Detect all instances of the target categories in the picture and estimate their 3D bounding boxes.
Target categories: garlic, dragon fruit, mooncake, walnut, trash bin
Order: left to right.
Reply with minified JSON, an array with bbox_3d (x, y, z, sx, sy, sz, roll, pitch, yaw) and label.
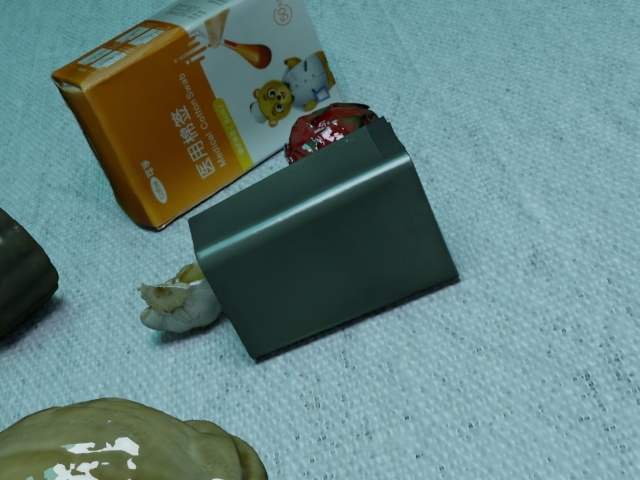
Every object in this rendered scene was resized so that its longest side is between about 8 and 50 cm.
[{"bbox_3d":[-0.446,0.027,1.446,0.228,0.228,0.124,9,52,43],"label":"mooncake"},{"bbox_3d":[-0.153,0.252,0.833,0.313,0.277,0.252,-39,-11,27],"label":"walnut"},{"bbox_3d":[-0.151,0.065,1.326,0.113,0.074,0.094,-23,3,8],"label":"garlic"},{"bbox_3d":[0.000,0.000,1.237,0.240,0.164,0.122,-24,31,1],"label":"trash bin"},{"bbox_3d":[0.024,-0.111,1.451,0.142,0.130,0.121,-47,5,-32],"label":"dragon fruit"}]

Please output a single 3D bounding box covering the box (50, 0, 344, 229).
[{"bbox_3d":[-0.166,-0.203,1.602,0.341,0.225,0.143,-35,31,-20],"label":"box"}]
